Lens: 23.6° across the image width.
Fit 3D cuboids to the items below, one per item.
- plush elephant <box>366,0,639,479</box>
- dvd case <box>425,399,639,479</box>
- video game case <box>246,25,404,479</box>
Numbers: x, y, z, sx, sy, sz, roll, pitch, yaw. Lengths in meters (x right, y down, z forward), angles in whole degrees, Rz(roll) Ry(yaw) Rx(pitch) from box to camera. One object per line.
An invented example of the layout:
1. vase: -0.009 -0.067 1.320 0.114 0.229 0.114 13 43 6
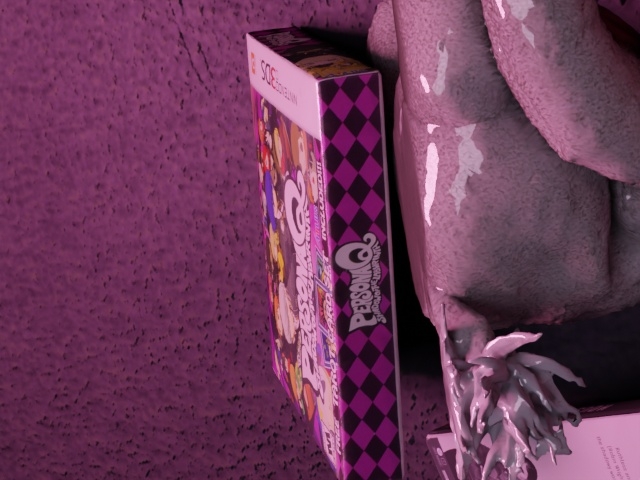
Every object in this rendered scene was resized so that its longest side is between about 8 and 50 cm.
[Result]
1. plush elephant: 0.168 -0.053 0.745 0.272 0.255 0.330 87 176 -63
2. dvd case: 0.163 0.183 0.885 0.238 0.029 0.179 -20 93 60
3. video game case: 0.000 0.000 0.909 0.210 0.041 0.232 -130 35 -71
